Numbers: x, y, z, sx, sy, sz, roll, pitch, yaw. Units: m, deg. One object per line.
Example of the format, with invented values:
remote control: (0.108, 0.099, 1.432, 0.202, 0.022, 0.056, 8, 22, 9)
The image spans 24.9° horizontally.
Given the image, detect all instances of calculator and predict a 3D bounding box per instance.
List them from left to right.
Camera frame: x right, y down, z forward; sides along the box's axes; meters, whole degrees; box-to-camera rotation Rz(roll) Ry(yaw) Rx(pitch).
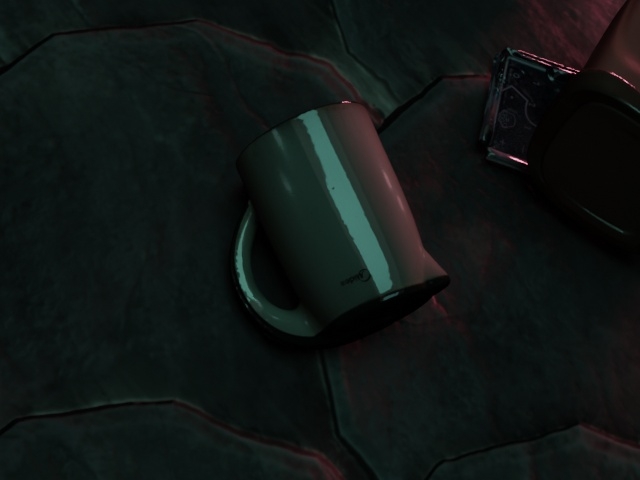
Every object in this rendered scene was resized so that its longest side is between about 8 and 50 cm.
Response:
calculator: (0.332, -0.132, 1.807, 0.274, 0.028, 0.166, 18, 64, -8)

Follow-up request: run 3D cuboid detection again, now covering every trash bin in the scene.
trash bin: (0.393, -0.156, 1.710, 0.219, 0.220, 0.250, 32, 58, -1)

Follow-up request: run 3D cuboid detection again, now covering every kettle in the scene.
kettle: (0.000, 0.000, 1.599, 0.221, 0.161, 0.236, -26, 78, 4)
